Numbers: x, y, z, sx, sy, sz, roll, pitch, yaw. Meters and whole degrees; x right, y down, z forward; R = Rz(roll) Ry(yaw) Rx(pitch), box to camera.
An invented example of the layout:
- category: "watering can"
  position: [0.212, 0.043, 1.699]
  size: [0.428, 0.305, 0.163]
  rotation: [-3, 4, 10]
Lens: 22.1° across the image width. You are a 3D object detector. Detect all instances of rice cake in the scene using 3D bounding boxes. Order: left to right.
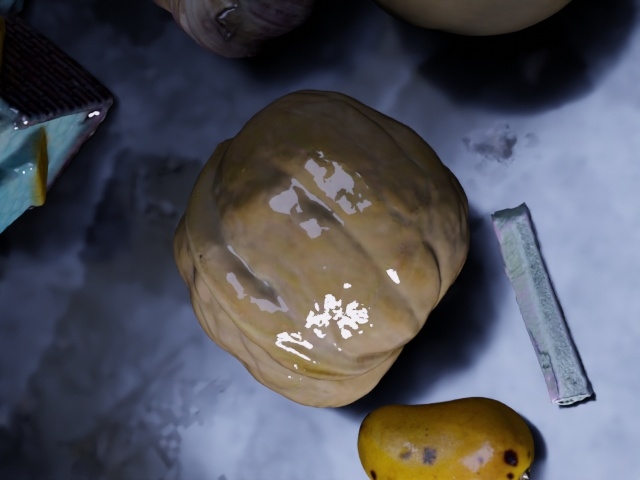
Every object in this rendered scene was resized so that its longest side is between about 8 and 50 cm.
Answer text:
- category: "rice cake"
  position: [0.217, 0.062, 1.625]
  size: [0.043, 0.034, 0.211]
  rotation: [-20, 74, 8]

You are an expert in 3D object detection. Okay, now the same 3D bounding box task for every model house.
- category: "model house"
  position: [-0.370, -0.177, 1.766]
  size: [0.280, 0.230, 0.249]
  rotation: [38, 66, 17]

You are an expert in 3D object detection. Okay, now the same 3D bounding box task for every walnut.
- category: "walnut"
  position: [0.000, 0.000, 1.583]
  size: [0.285, 0.285, 0.296]
  rotation: [57, 133, 18]

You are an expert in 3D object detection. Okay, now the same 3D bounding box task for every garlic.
- category: "garlic"
  position: [-0.076, -0.305, 1.725]
  size: [0.245, 0.160, 0.245]
  rotation: [-9, 76, 41]

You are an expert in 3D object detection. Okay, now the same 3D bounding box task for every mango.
- category: "mango"
  position: [0.121, 0.211, 1.594]
  size: [0.178, 0.090, 0.115]
  rotation: [-7, 67, 18]

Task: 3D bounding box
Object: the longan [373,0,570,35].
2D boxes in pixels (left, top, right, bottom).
- category: "longan"
  position: [0.146, -0.354, 1.594]
  size: [0.319, 0.319, 0.319]
  rotation: [-3, 78, 15]
